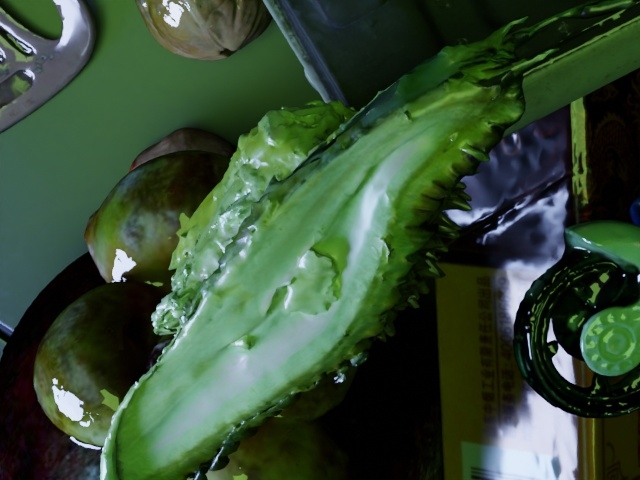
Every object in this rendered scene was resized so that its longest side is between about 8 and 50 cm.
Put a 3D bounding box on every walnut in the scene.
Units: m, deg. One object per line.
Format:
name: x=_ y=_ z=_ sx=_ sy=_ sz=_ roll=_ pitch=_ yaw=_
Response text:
walnut: x=-0.079 y=-0.184 z=1.106 sx=0.105 sy=0.105 sz=0.124 roll=-14 pitch=91 yaw=3

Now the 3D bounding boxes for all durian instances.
durian: x=0.003 y=0.005 z=0.793 sx=0.132 sy=0.107 sz=0.375 roll=32 pitch=112 yaw=-16

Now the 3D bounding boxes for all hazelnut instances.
hazelnut: x=-0.093 y=-0.038 z=1.146 sx=0.086 sy=0.086 sz=0.086 roll=0 pitch=100 yaw=1

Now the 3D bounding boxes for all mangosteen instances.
mangosteen: x=-0.071 y=0.117 z=1.046 sx=0.330 sy=0.330 sz=0.330 roll=0 pitch=100 yaw=1

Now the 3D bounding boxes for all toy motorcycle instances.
toy motorcycle: x=0.276 y=0.042 z=0.911 sx=0.331 sy=0.125 sz=0.196 roll=18 pitch=101 yaw=-14

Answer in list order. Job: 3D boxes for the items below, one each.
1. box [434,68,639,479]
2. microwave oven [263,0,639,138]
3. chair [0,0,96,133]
box: x=0.190 y=0.070 z=1.060 sx=0.115 sy=0.264 sz=0.415 roll=5 pitch=104 yaw=38
microwave oven: x=0.125 y=-0.255 z=0.813 sx=0.394 sy=0.247 sz=0.333 roll=-27 pitch=134 yaw=8
chair: x=-0.303 y=-0.209 z=1.063 sx=0.175 sy=0.183 sz=0.326 roll=-34 pitch=97 yaw=7
